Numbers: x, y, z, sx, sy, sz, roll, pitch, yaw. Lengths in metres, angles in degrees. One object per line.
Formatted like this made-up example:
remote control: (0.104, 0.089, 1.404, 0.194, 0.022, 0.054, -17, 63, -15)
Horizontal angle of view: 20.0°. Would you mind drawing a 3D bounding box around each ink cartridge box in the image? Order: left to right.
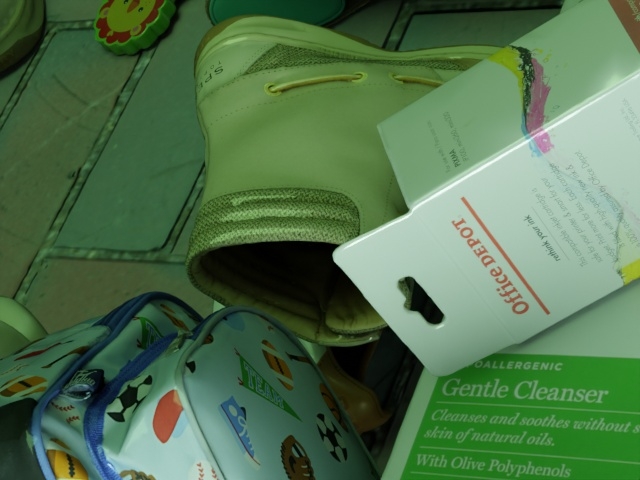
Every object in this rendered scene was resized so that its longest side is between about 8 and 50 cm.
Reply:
ink cartridge box: (0.107, -0.030, 0.832, 0.198, 0.115, 0.067, -30, 41, 11)

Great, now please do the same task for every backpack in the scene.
backpack: (-0.081, 0.146, 0.912, 0.213, 0.276, 0.263, -22, 12, 9)

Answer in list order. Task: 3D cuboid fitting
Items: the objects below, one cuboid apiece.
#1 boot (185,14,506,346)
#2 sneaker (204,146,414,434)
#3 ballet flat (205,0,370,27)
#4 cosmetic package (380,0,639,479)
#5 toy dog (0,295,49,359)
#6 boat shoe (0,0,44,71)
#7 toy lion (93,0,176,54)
boot: (0.054, -0.027, 1.021, 0.262, 0.095, 0.203, 11, 40, -10)
sneaker: (0.000, 0.000, 1.118, 0.123, 0.106, 0.290, -14, 58, 18)
ballet flat: (0.016, -0.200, 1.308, 0.206, 0.073, 0.067, -17, 26, 13)
cosmetic package: (0.190, 0.031, 0.923, 0.197, 0.155, 0.365, -1, 54, 35)
toy dog: (-0.354, 0.192, 1.042, 0.408, 0.284, 0.395, -19, 45, 20)
boat shoe: (-0.310, -0.278, 1.540, 0.122, 0.110, 0.341, -30, 43, 6)
toy lion: (-0.143, -0.191, 1.421, 0.096, 0.034, 0.100, -47, 43, -1)
